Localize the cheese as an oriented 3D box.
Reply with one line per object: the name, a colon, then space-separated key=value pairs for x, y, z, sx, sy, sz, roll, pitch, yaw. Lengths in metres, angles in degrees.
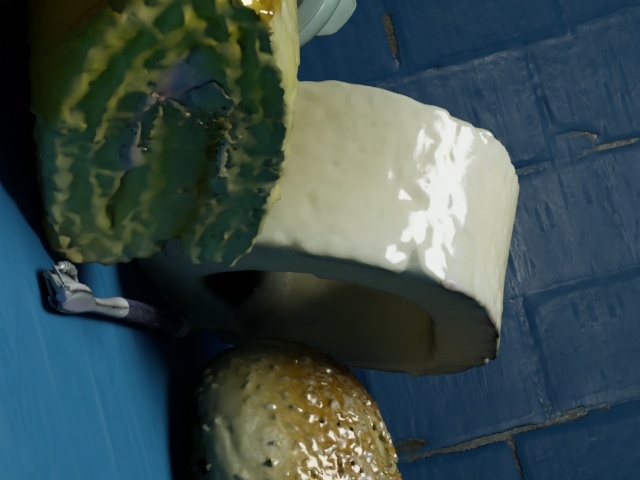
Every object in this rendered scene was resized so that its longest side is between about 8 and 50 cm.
cheese: x=0.016 y=0.005 z=0.937 sx=0.332 sy=0.292 sz=0.153 roll=62 pitch=36 yaw=-62

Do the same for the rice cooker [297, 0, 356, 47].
rice cooker: x=-0.089 y=-0.339 z=1.247 sx=0.317 sy=0.264 sz=0.316 roll=36 pitch=19 yaw=-15

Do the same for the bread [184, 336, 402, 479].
bread: x=-0.004 y=0.223 z=0.906 sx=0.305 sy=0.159 sz=0.305 roll=-16 pitch=90 yaw=-86

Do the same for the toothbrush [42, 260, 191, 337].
toothbrush: x=-0.136 y=0.049 z=0.781 sx=0.026 sy=0.024 sz=0.288 roll=61 pitch=2 yaw=12

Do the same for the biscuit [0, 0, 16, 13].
biscuit: x=-0.234 y=-0.276 z=0.550 sx=0.359 sy=0.046 sz=0.359 roll=-16 pitch=90 yaw=-86

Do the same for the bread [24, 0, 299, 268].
bread: x=-0.112 y=-0.189 z=0.740 sx=0.236 sy=0.165 sz=0.375 roll=104 pitch=-20 yaw=-45
